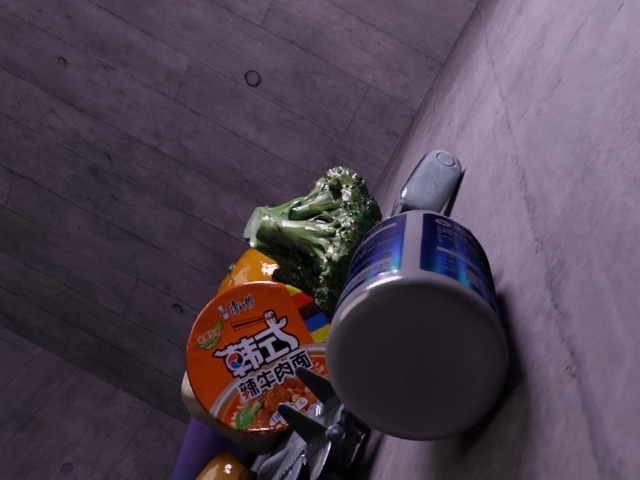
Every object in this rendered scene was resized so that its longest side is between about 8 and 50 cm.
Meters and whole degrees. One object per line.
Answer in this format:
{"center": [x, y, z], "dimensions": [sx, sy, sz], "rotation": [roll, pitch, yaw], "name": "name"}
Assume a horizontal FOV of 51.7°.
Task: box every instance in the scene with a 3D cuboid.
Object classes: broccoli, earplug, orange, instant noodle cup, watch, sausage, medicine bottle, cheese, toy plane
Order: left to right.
{"center": [-0.265, 0.589, 1.314], "dimensions": [0.354, 0.116, 0.134], "rotation": [-51, 7, -18], "name": "sausage"}
{"center": [-0.298, 0.608, 1.828], "dimensions": [0.215, 0.215, 0.456], "rotation": [-63, -2, -63], "name": "earplug"}
{"center": [-0.153, 0.306, 1.359], "dimensions": [0.174, 0.247, 0.251], "rotation": [-64, 8, -32], "name": "cheese"}
{"center": [-0.089, 0.205, 1.158], "dimensions": [0.251, 0.250, 0.192], "rotation": [-62, -9, -8], "name": "instant noodle cup"}
{"center": [-0.111, 0.153, 1.670], "dimensions": [0.312, 0.312, 0.312], "rotation": [-62, 1, 1], "name": "orange"}
{"center": [-0.015, 0.227, 0.672], "dimensions": [0.267, 0.088, 0.212], "rotation": [107, -171, -47], "name": "toy plane"}
{"center": [0.000, 0.000, 1.286], "dimensions": [0.308, 0.274, 0.308], "rotation": [-45, 38, 50], "name": "broccoli"}
{"center": [0.121, -0.022, 0.925], "dimensions": [0.206, 0.068, 0.193], "rotation": [-58, -6, -42], "name": "watch"}
{"center": [0.068, 0.042, 0.460], "dimensions": [0.107, 0.106, 0.191], "rotation": [-62, 1, 21], "name": "medicine bottle"}
